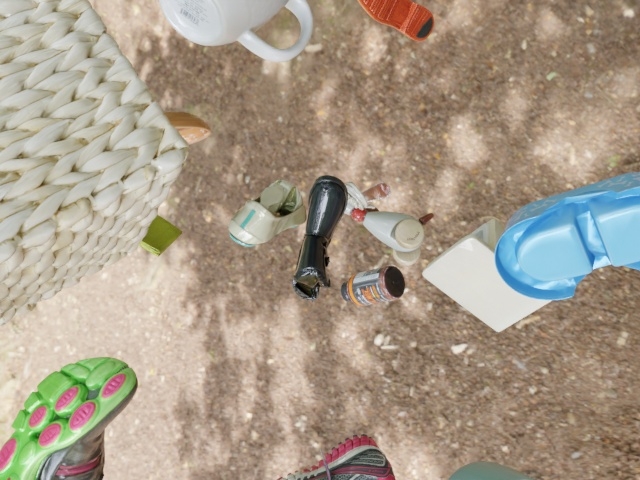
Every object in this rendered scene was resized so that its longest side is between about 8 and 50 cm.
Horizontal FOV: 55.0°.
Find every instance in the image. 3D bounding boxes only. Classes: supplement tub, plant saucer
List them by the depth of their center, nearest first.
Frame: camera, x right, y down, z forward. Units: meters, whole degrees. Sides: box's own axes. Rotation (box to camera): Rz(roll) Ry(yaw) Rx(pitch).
[{"bbox_3d":[-0.306,-0.202,1.148,0.200,0.200,0.037,-10,91,47],"label":"plant saucer"},{"bbox_3d":[0.154,0.143,1.874,0.198,0.106,0.105,-18,62,45],"label":"supplement tub"}]

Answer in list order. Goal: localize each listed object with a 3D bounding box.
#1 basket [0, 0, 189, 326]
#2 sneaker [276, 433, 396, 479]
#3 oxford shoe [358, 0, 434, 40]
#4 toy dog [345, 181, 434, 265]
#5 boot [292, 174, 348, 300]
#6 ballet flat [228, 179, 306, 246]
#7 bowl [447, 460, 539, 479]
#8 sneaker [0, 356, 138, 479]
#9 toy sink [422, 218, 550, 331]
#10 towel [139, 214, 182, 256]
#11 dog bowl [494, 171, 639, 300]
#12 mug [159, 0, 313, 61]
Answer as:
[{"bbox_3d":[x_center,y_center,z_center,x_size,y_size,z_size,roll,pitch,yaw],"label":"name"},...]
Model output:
[{"bbox_3d":[-0.355,-0.064,0.609,0.266,0.328,0.331,55,148,-1],"label":"basket"},{"bbox_3d":[-0.005,0.472,1.112,0.299,0.120,0.112,-31,40,-11],"label":"sneaker"},{"bbox_3d":[0.143,-0.543,1.406,0.096,0.271,0.098,-58,44,10],"label":"oxford shoe"},{"bbox_3d":[0.195,-0.084,1.792,0.161,0.334,0.220,-48,6,-18],"label":"toy dog"},{"bbox_3d":[0.000,0.000,1.434,0.246,0.094,0.207,106,173,-45],"label":"boot"},{"bbox_3d":[-0.069,-0.055,0.987,0.086,0.086,0.248,-54,-2,20],"label":"ballet flat"},{"bbox_3d":[0.407,0.615,1.279,0.163,0.312,0.311,134,139,-56],"label":"bowl"},{"bbox_3d":[-0.547,0.440,1.316,0.482,0.202,0.185,-50,55,8],"label":"sneaker"},{"bbox_3d":[0.354,0.058,1.315,0.153,0.234,0.131,-44,17,37],"label":"toy sink"},{"bbox_3d":[-0.433,-0.059,1.381,0.021,0.237,0.102,-57,-1,44],"label":"towel"},{"bbox_3d":[0.422,-0.009,0.954,0.297,0.165,0.074,-18,28,28],"label":"dog bowl"},{"bbox_3d":[-0.172,-0.576,1.406,0.276,0.374,0.328,-23,31,52],"label":"mug"}]
